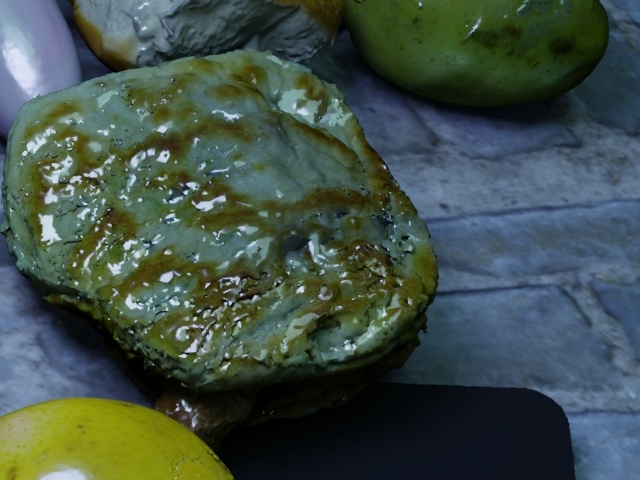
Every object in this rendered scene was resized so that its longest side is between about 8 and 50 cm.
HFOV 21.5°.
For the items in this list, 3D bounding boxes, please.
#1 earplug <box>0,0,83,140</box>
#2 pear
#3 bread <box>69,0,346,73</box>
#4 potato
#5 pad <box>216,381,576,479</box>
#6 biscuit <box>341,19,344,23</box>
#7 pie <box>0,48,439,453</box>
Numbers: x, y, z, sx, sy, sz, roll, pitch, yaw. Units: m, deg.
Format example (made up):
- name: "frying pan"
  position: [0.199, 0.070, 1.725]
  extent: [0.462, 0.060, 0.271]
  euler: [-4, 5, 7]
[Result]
- name: "earplug"
  position: [-0.339, -0.218, 1.782]
  extent: [0.172, 0.172, 0.301]
  euler: [-17, 66, -27]
- name: "pear"
  position: [-0.215, 0.265, 1.367]
  extent: [0.285, 0.336, 0.285]
  euler: [11, 76, -48]
- name: "bread"
  position: [-0.145, -0.279, 1.810]
  extent: [0.250, 0.225, 0.279]
  euler: [13, 38, -47]
- name: "potato"
  position: [0.174, -0.254, 1.910]
  extent: [0.304, 0.216, 0.216]
  euler: [5, 51, -5]
- name: "pad"
  position: [0.054, 0.222, 1.617]
  extent: [0.375, 0.063, 0.315]
  euler: [4, 47, -3]
- name: "biscuit"
  position: [0.009, -0.279, 1.983]
  extent: [0.061, 0.055, 0.219]
  euler: [35, 49, 24]
- name: "pie"
  position: [-0.092, -0.018, 1.632]
  extent: [0.395, 0.180, 0.418]
  euler: [-23, 65, -23]
